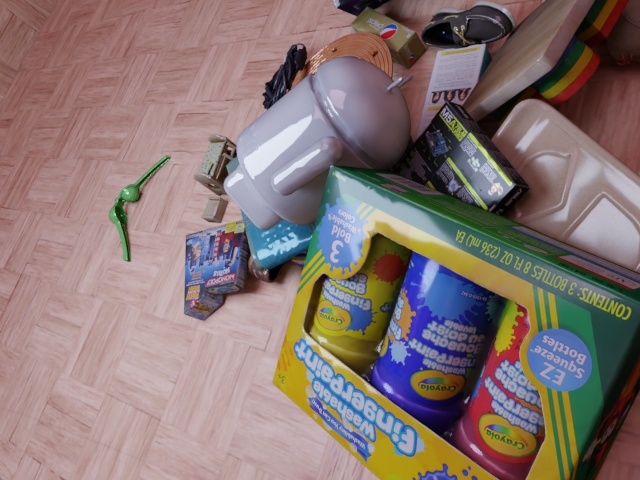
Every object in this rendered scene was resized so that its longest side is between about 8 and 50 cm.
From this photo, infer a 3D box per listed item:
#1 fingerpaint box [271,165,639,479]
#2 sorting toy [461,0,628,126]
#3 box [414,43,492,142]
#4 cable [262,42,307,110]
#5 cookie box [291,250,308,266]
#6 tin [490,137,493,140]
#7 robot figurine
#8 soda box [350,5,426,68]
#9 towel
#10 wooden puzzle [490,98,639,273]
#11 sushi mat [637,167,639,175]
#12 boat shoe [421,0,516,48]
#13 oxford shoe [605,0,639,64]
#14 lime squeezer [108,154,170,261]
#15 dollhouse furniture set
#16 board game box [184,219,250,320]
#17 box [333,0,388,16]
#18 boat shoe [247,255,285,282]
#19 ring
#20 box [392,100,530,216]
[{"bbox_3d":[0.161,0.143,0.753,0.444,0.163,0.371,31,113,40],"label":"fingerpaint box"},{"bbox_3d":[0.359,-0.291,0.893,0.255,0.089,0.257,-55,7,-17],"label":"sorting toy"},{"bbox_3d":[0.253,-0.250,1.054,0.100,0.060,0.244,4,69,35],"label":"box"},{"bbox_3d":[-0.097,-0.382,1.332,0.150,0.047,0.185,-26,42,48],"label":"cable"},{"bbox_3d":[0.000,0.000,1.107,0.091,0.040,0.107,3,69,34],"label":"cookie box"},{"bbox_3d":[0.307,-0.098,0.956,0.106,0.040,0.190,24,81,43],"label":"tin"},{"bbox_3d":[0.003,-0.162,0.931,0.353,0.200,0.300,-35,18,22],"label":"robot figurine"},{"bbox_3d":[0.146,-0.450,1.229,0.058,0.061,0.181,-47,50,5],"label":"soda box"},{"bbox_3d":[0.002,-0.129,1.080,0.370,0.040,0.271,-27,61,15],"label":"towel"},{"bbox_3d":[0.322,0.021,0.792,0.322,0.080,0.348,-59,44,30],"label":"wooden puzzle"},{"bbox_3d":[0.544,-0.092,0.806,0.151,0.019,0.317,21,80,40],"label":"sushi mat"},{"bbox_3d":[0.282,-0.408,1.081,0.069,0.081,0.227,-45,29,-5],"label":"boat shoe"},{"bbox_3d":[0.543,-0.322,0.884,0.130,0.123,0.348,-55,43,27],"label":"oxford shoe"},{"bbox_3d":[-0.505,-0.100,1.488,0.110,0.059,0.310,3,68,35],"label":"lime squeezer"},{"bbox_3d":[-0.205,-0.142,1.278,0.160,0.101,0.182,4,69,35],"label":"dollhouse furniture set"},{"bbox_3d":[-0.224,0.069,1.200,0.194,0.060,0.194,-12,63,37],"label":"board game box"},{"bbox_3d":[0.156,-0.603,1.215,0.261,0.184,0.103,-21,99,24],"label":"box"},{"bbox_3d":[-0.076,-0.011,1.143,0.073,0.073,0.207,21,89,51],"label":"boat shoe"},{"bbox_3d":[0.025,-0.303,1.225,0.336,0.032,0.337,-21,56,35],"label":"ring"},{"bbox_3d":[0.199,-0.085,0.865,0.184,0.045,0.191,-52,49,32],"label":"box"}]
